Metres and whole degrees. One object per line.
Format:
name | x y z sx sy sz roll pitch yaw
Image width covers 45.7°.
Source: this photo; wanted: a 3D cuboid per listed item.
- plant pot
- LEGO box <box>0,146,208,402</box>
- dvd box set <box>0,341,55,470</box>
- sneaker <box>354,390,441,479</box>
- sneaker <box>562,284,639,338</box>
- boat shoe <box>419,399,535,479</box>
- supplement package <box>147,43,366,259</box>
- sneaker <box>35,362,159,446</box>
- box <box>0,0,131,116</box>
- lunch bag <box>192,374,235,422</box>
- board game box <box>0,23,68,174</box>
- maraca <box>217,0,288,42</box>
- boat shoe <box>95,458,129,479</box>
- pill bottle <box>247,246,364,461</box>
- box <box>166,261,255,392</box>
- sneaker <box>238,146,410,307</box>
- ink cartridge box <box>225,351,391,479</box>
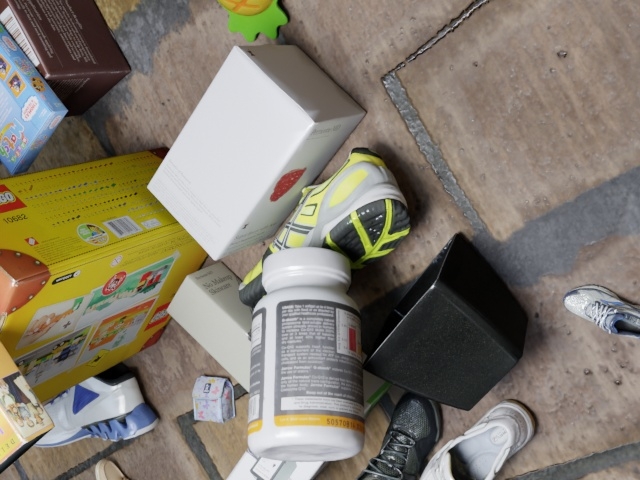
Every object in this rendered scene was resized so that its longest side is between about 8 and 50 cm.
plant pot | 0.198 0.134 1.118 0.167 0.188 0.187 37 118 3
LEGO box | -0.424 0.073 1.257 0.193 0.500 0.372 41 118 13
dvd box set | -0.564 0.153 1.027 0.307 0.062 0.420 -40 83 30
sneaker | 0.126 0.356 1.241 0.087 0.130 0.227 27 112 19
sneaker | 0.404 0.102 1.058 0.135 0.058 0.052 17 111 25
boat shoe | 0.221 0.362 1.199 0.098 0.096 0.277 43 118 23
supplement package | -0.103 -0.143 1.208 0.175 0.177 0.293 46 120 12
sneaker | -0.490 0.320 1.589 0.315 0.127 0.182 -12 93 24
box | -0.494 -0.327 1.364 0.167 0.203 0.168 -31 87 32
lunch bag | -0.207 0.303 1.457 0.071 0.053 0.083 0 94 28
board game box | -0.529 -0.241 1.265 0.160 0.039 0.211 -43 81 31
maraca | -0.118 -0.403 1.199 0.127 0.099 0.186 0 127 24
boat shoe | -0.424 0.544 1.640 0.059 0.063 0.170 -21 101 29
pill bottle | -0.020 0.161 1.075 0.162 0.162 0.278 -16 60 31
box | -0.132 0.169 1.346 0.275 0.113 0.094 41 118 13
sneaker | 0.000 0.000 1.235 0.384 0.145 0.147 -37 47 38
ink cartridge box | -0.022 0.325 1.272 0.115 0.198 0.273 39 119 14
